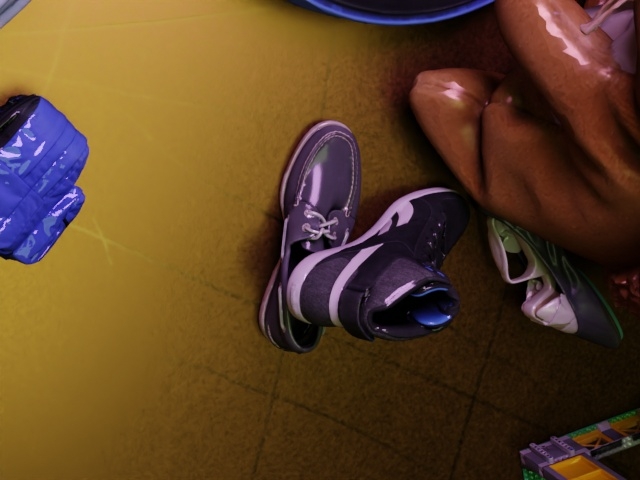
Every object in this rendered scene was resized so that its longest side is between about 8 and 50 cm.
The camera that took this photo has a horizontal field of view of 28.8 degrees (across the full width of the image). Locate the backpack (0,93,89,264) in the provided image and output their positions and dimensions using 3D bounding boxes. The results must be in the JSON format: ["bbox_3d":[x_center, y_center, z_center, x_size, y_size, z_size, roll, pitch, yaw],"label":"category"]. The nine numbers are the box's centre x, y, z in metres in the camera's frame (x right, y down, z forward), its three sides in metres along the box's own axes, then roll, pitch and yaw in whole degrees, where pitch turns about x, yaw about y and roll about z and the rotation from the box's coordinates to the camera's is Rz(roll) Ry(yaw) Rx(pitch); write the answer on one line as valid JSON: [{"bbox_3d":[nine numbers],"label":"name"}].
[{"bbox_3d":[-0.235,-0.048,0.970,0.101,0.098,0.120,42,72,-31],"label":"backpack"}]

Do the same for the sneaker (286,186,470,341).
[{"bbox_3d":[0.087,0.027,1.053,0.217,0.121,0.079,-31,125,-37],"label":"sneaker"}]

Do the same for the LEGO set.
[{"bbox_3d":[0.339,0.312,1.200,0.254,0.192,0.331,-7,104,-19],"label":"LEGO set"}]

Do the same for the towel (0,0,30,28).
[{"bbox_3d":[-0.232,-0.355,0.815,0.320,0.090,0.374,43,92,0],"label":"towel"}]

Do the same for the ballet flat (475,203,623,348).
[{"bbox_3d":[0.206,0.031,1.161,0.074,0.074,0.203,-35,104,-10],"label":"ballet flat"}]

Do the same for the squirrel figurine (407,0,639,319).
[{"bbox_3d":[0.304,-0.073,0.959,0.281,0.370,0.397,-29,96,-16],"label":"squirrel figurine"}]

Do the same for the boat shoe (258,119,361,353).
[{"bbox_3d":[0.000,0.000,1.080,0.075,0.065,0.206,12,97,-22],"label":"boat shoe"}]

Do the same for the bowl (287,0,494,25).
[{"bbox_3d":[0.074,-0.349,0.966,0.391,0.077,0.391,-9,122,-15],"label":"bowl"}]
